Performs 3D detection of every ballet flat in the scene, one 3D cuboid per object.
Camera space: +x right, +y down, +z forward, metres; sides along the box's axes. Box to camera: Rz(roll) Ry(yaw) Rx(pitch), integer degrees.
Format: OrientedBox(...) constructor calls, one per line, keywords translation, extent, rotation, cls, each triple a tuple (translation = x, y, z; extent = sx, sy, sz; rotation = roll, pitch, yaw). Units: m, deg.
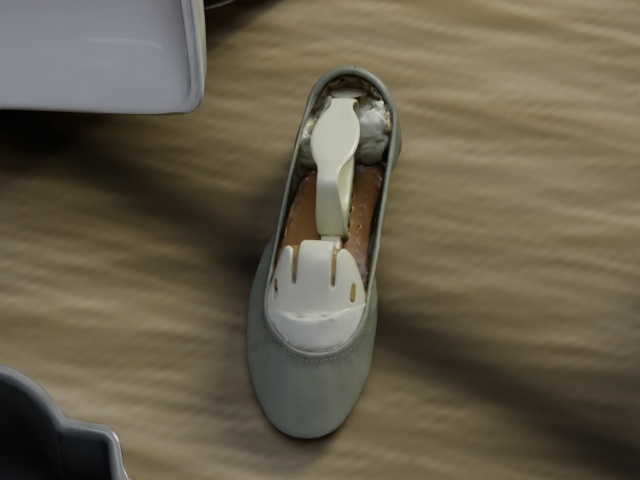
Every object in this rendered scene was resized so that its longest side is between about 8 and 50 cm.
OrientedBox(translation=(0.000, 0.000, 1.039), extent=(0.072, 0.068, 0.213), rotation=(7, 63, 8), cls="ballet flat")

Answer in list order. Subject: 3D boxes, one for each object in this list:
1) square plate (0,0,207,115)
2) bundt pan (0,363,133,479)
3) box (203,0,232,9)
OrientedBox(translation=(-0.189, -0.239, 1.012), extent=(0.347, 0.344, 0.049), rotation=(4, 14, 42), cls="square plate")
OrientedBox(translation=(-0.211, 0.223, 0.906), extent=(0.330, 0.124, 0.331), rotation=(-1, 62, 2), cls="bundt pan")
OrientedBox(translation=(-0.079, -0.259, 1.077), extent=(0.168, 0.203, 0.167), rotation=(-24, 60, -39), cls="box")
